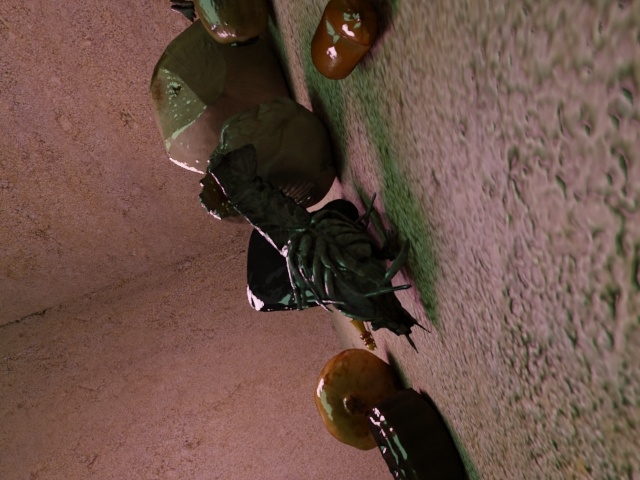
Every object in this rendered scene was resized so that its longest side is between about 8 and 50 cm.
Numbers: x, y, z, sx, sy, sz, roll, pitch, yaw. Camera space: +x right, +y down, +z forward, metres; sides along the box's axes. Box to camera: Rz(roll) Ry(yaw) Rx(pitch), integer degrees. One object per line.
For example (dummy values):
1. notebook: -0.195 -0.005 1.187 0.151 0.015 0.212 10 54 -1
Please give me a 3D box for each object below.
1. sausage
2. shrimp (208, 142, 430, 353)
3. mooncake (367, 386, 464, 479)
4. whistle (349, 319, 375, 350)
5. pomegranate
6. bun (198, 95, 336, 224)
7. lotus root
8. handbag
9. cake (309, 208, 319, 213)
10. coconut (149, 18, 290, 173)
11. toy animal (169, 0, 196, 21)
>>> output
1. sausage: 0.024 -0.214 0.509 0.062 0.054 0.183 38 176 -7
2. shrimp: 0.002 0.004 0.737 0.411 0.221 0.166 35 150 21
3. mooncake: 0.182 0.409 0.939 0.228 0.124 0.228 159 90 -83
4. whistle: 0.128 0.279 1.439 0.109 0.046 0.057 62 159 11
5. pomegranate: 0.097 0.398 1.225 0.248 0.249 0.248 159 90 -85
6. bun: -0.100 -0.165 0.967 0.281 0.282 0.204 94 164 -78
7. lotus root: -0.199 -0.539 0.988 0.154 0.154 0.277 -123 15 -66
8. handbag: -0.036 0.038 0.933 0.332 0.075 0.191 -12 73 47
9. cake: 0.035 0.009 0.994 0.099 0.100 0.235 83 165 -63
10. coconut: -0.262 -0.365 1.254 0.415 0.345 0.414 161 90 -88
11. toy animal: -0.369 -0.698 1.207 0.225 0.285 0.301 100 165 -73
